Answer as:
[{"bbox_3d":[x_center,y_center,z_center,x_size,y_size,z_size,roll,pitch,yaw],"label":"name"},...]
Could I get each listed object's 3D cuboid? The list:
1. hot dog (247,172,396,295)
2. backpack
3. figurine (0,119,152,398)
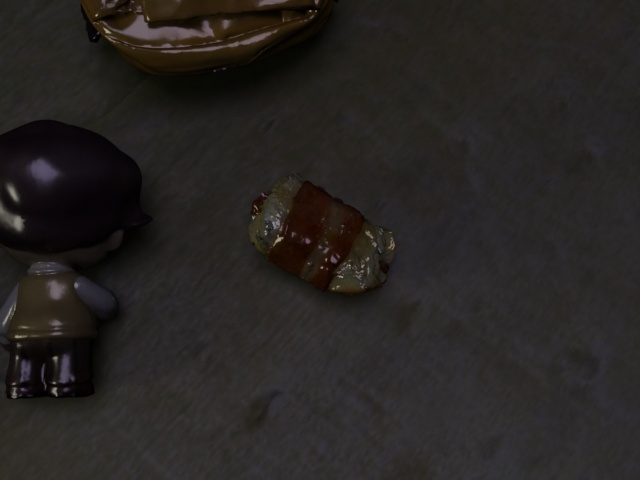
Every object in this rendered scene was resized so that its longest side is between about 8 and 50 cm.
[{"bbox_3d":[0.000,0.000,1.137,0.213,0.103,0.146,36,53,0],"label":"hot dog"},{"bbox_3d":[-0.170,-0.400,1.206,0.378,0.201,0.353,-16,74,-9],"label":"backpack"},{"bbox_3d":[-0.339,0.018,1.104,0.218,0.206,0.365,-2,96,21],"label":"figurine"}]
